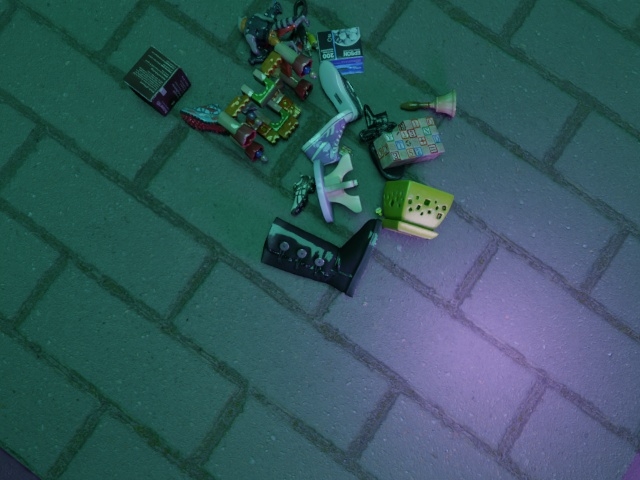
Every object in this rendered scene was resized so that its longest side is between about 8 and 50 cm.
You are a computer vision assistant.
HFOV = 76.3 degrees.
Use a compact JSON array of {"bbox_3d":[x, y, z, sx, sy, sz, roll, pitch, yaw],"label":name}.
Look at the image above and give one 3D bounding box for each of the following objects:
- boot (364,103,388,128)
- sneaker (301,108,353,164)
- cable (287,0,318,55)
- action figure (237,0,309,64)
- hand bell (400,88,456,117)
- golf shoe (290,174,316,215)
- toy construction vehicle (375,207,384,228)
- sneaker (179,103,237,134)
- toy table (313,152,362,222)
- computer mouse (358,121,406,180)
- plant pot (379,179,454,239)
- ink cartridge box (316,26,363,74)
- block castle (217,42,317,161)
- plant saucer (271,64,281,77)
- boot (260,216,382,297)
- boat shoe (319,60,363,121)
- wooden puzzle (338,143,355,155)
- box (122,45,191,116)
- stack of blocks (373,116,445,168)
[{"bbox_3d":[0.258,-0.577,1.883,0.099,0.045,0.121,-12,91,1],"label":"boot"},{"bbox_3d":[0.068,-0.447,1.832,0.282,0.102,0.161,-41,90,17],"label":"sneaker"},{"bbox_3d":[-0.098,-1.001,1.935,0.139,0.072,0.288,-15,72,15],"label":"cable"},{"bbox_3d":[-0.223,-0.987,1.848,0.329,0.178,0.342,10,79,14],"label":"action figure"},{"bbox_3d":[0.491,-0.624,1.872,0.241,0.126,0.126,1,84,11],"label":"hand bell"},{"bbox_3d":[-0.094,-0.206,1.836,0.093,0.077,0.198,27,78,13],"label":"golf shoe"},{"bbox_3d":[0.294,-0.111,1.843,0.085,0.035,0.098,-30,93,-2],"label":"toy construction vehicle"},{"bbox_3d":[-0.508,-0.569,1.867,0.261,0.104,0.125,15,64,0],"label":"sneaker"},{"bbox_3d":[0.078,-0.229,1.764,0.160,0.252,0.275,-12,108,13],"label":"toy table"},{"bbox_3d":[0.299,-0.392,1.853,0.188,0.072,0.273,-19,81,-7],"label":"computer mouse"},{"bbox_3d":[0.392,-0.126,1.732,0.226,0.228,0.208,15,91,-17],"label":"plant pot"},{"bbox_3d":[0.093,-0.886,1.915,0.206,0.045,0.209,-8,85,-2],"label":"ink cartridge box"},{"bbox_3d":[-0.207,-0.570,1.752,0.212,0.303,0.453,37,86,3],"label":"block castle"},{"bbox_3d":[-0.205,-0.807,1.920,0.083,0.013,0.084,0,83,-1],"label":"plant saucer"},{"bbox_3d":[-0.001,0.002,1.745,0.444,0.146,0.368,23,101,4],"label":"boot"},{"bbox_3d":[0.102,-0.688,1.868,0.102,0.108,0.302,-28,85,-39],"label":"boat shoe"},{"bbox_3d":[0.116,-0.412,1.884,0.083,0.006,0.049,31,85,3],"label":"wooden puzzle"},{"bbox_3d":[-0.728,-0.712,1.829,0.167,0.168,0.203,37,85,3],"label":"box"},{"bbox_3d":[0.384,-0.431,1.790,0.296,0.087,0.171,-16,83,-26],"label":"stack of blocks"}]
